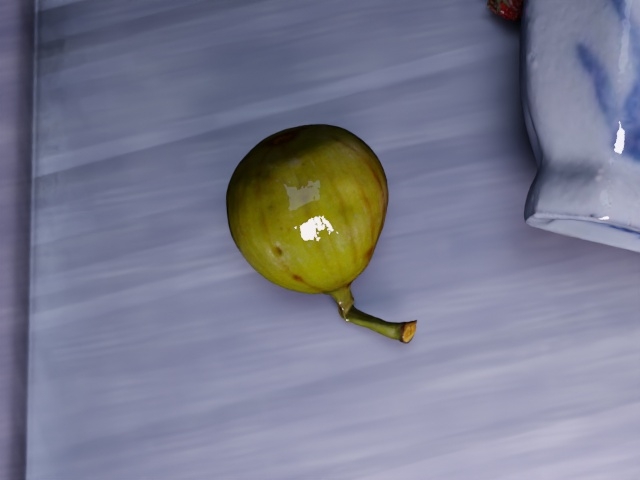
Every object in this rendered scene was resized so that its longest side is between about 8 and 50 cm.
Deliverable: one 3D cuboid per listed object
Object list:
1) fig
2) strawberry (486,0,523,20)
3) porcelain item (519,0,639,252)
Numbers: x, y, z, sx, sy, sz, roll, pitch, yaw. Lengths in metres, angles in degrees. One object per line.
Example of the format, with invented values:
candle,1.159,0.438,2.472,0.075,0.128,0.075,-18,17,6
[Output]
fig,0.001,-0.013,1.342,0.148,0.186,0.142,-7,39,15
strawberry,0.193,-0.243,1.399,0.083,0.073,0.073,-16,79,-17
porcelain item,0.293,-0.197,1.304,0.242,0.178,0.405,13,82,-19
